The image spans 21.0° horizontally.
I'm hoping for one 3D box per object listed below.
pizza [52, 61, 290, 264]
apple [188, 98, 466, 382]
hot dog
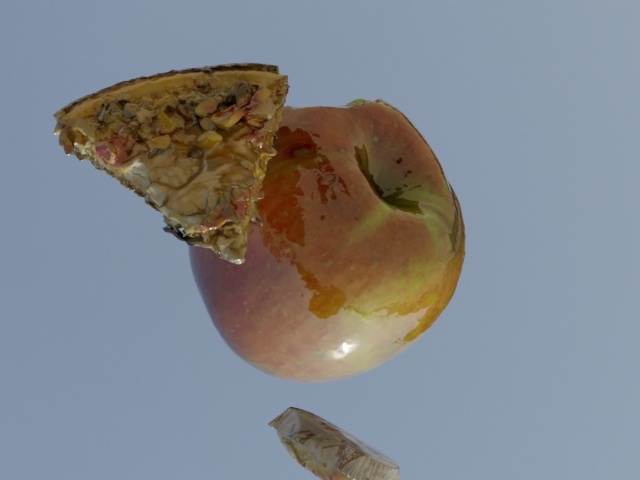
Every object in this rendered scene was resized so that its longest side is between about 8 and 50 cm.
[{"bbox_3d":[-0.168,-0.099,1.854,0.251,0.074,0.287,2,-137,4],"label":"pizza"},{"bbox_3d":[0.000,0.000,2.065,0.339,0.339,0.339,22,-138,-22],"label":"apple"},{"bbox_3d":[0.012,0.220,1.777,0.099,0.053,0.192,28,177,-38],"label":"hot dog"}]
